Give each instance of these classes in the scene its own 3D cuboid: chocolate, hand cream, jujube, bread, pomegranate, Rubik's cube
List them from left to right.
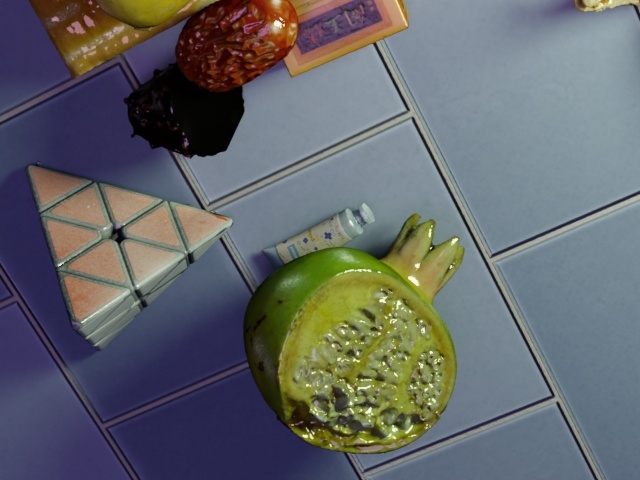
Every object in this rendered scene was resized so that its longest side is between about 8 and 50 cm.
[{"bbox_3d":[-0.302,0.033,1.875,0.228,0.229,0.233,26,75,-45],"label":"Rubik's cube"},{"bbox_3d":[-0.275,-0.372,1.716,0.246,0.111,0.239,-23,110,12],"label":"bread"},{"bbox_3d":[-0.205,-0.185,1.799,0.133,0.156,0.156,-1,116,35],"label":"chocolate"},{"bbox_3d":[-0.106,-0.259,1.681,0.176,0.112,0.109,-25,89,39],"label":"jujube"},{"bbox_3d":[0.000,0.000,1.888,0.171,0.043,0.065,-30,101,21],"label":"hand cream"},{"bbox_3d":[0.051,0.118,1.855,0.310,0.216,0.358,40,79,-21],"label":"pomegranate"}]

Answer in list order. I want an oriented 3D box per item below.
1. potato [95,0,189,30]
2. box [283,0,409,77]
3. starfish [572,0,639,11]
[{"bbox_3d":[-0.172,-0.398,1.576,0.173,0.140,0.300,28,103,-43],"label":"potato"},{"bbox_3d":[-0.014,-0.374,1.713,0.174,0.076,0.274,-21,110,15],"label":"box"},{"bbox_3d":[0.475,-0.349,1.669,0.327,0.094,0.375,-22,103,3],"label":"starfish"}]
